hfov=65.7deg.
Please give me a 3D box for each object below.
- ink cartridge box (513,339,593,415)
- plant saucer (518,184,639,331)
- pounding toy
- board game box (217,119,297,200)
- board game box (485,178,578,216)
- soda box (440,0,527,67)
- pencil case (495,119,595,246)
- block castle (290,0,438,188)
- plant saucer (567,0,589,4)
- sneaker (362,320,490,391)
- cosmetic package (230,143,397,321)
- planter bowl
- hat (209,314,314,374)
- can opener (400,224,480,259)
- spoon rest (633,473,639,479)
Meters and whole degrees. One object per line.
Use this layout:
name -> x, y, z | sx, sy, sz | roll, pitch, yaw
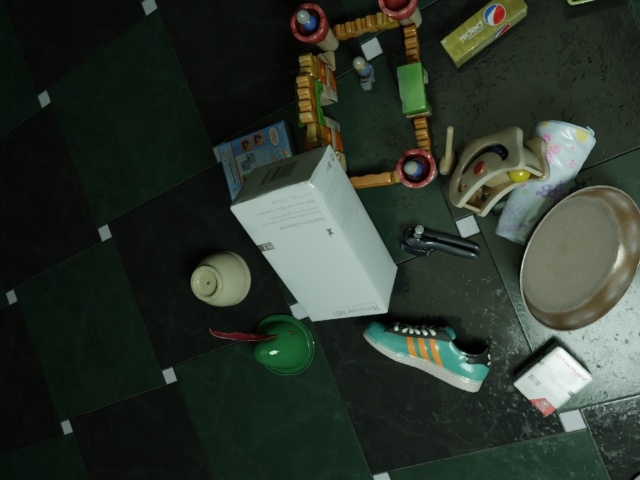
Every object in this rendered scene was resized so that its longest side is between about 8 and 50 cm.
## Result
ink cartridge box -> 0.519, 0.307, 1.110 | 0.099, 0.056, 0.135 | 46, 109, 12
plant saucer -> 0.524, 0.036, 1.013 | 0.311, 0.050, 0.310 | -6, 110, -18
pounding toy -> 0.323, -0.148, 1.038 | 0.155, 0.269, 0.154 | 18, 81, -20
board game box -> -0.166, -0.213, 1.346 | 0.212, 0.039, 0.160 | -16, 89, 22
board game box -> 0.461, -0.144, 1.114 | 0.186, 0.026, 0.126 | -20, 87, 21
soda box -> 0.364, -0.474, 1.109 | 0.181, 0.058, 0.061 | -35, 82, 20
pencil case -> 0.467, -0.113, 1.037 | 0.124, 0.113, 0.273 | 23, 101, 36
block castle -> 0.099, -0.332, 1.141 | 0.303, 0.213, 0.453 | -6, 92, 22
plant saucer -> 0.602, -0.591, 1.015 | 0.188, 0.045, 0.188 | -5, 92, 21
sneaker -> 0.256, 0.243, 1.187 | 0.302, 0.108, 0.121 | 22, 101, 10
cosmetic package -> 0.000, 0.000, 1.127 | 0.217, 0.156, 0.385 | -14, 124, 30
planter bowl -> -0.291, 0.112, 1.383 | 0.162, 0.109, 0.162 | 2, 95, 20
hat -> -0.145, 0.297, 1.300 | 0.209, 0.183, 0.172 | -2, 94, 21
can opener -> 0.286, 0.006, 1.186 | 0.186, 0.073, 0.059 | 9, 58, 17
spoon rest -> 0.699, 0.619, 1.064 | 0.137, 0.084, 0.276 | 33, 92, 15
